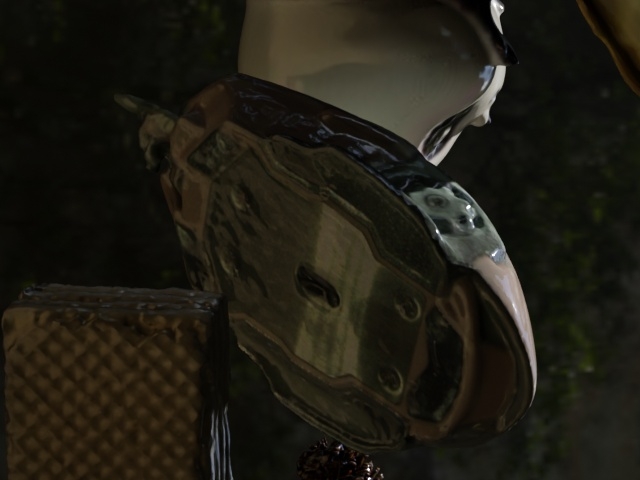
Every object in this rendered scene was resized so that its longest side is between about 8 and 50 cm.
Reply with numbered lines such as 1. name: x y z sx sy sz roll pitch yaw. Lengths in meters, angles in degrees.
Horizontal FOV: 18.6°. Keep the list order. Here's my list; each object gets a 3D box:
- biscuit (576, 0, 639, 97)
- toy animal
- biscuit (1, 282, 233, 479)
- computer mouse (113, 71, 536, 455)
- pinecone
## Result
1. biscuit: 0.316 -0.252 1.400 0.335 0.078 0.329 -3 -64 33
2. toy animal: 0.040 -0.191 1.482 0.251 0.251 0.309 29 -67 45
3. biscuit: -0.123 0.239 1.238 0.144 0.078 0.426 3 -75 7
4. computer mouse: 0.005 -0.001 1.304 0.389 0.115 0.199 37 -54 31
5. pinecone: 0.016 0.198 1.560 0.077 0.077 0.083 -45 -130 41
